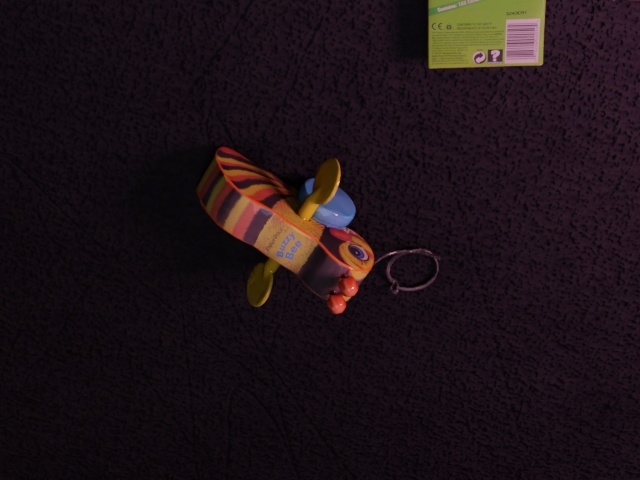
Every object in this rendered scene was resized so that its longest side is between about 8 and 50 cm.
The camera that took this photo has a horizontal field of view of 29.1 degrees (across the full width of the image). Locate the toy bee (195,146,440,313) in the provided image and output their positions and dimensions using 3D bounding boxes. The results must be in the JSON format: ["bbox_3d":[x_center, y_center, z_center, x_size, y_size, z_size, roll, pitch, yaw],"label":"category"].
[{"bbox_3d":[0.000,0.000,1.383,0.298,0.162,0.195,8,119,-2],"label":"toy bee"}]

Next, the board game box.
[{"bbox_3d":[0.171,-0.303,1.265,0.124,0.039,0.259,-1,123,3],"label":"board game box"}]
